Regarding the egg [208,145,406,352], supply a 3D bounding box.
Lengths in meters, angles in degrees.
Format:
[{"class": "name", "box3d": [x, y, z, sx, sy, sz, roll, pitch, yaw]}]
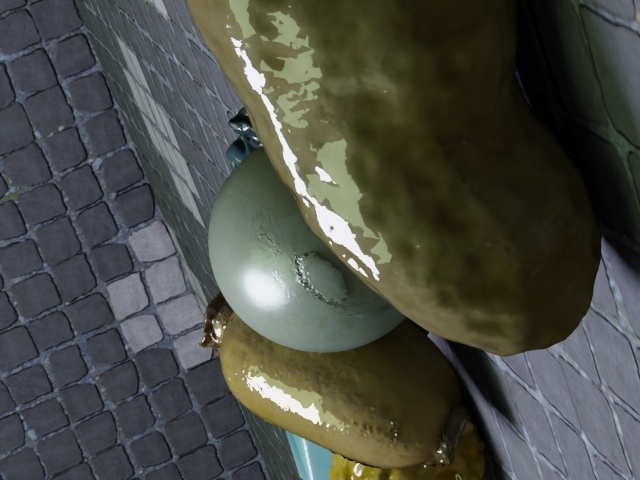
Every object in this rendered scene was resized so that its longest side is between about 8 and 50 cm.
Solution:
[{"class": "egg", "box3d": [0.000, 0.000, 1.597, 0.253, 0.186, 0.186, -149, 35, -77]}]

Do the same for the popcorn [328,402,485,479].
[{"class": "popcorn", "box3d": [0.077, 0.207, 1.827, 0.180, 0.170, 0.180, 18, 124, 28]}]

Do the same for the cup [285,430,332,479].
[{"class": "cup", "box3d": [0.002, 0.143, 2.133, 0.235, 0.134, 0.148, 68, 167, -10]}]

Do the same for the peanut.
[{"class": "peanut", "box3d": [0.048, -0.101, 1.154, 0.192, 0.169, 0.387, -20, 103, 40]}]

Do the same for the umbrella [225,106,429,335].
[{"class": "umbrella", "box3d": [0.001, -0.003, 1.886, 0.349, 0.094, 0.143, 51, 171, 45]}]

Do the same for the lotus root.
[{"class": "lotus root", "box3d": [0.007, 0.112, 1.723, 0.303, 0.146, 0.131, 26, 140, 37]}]
